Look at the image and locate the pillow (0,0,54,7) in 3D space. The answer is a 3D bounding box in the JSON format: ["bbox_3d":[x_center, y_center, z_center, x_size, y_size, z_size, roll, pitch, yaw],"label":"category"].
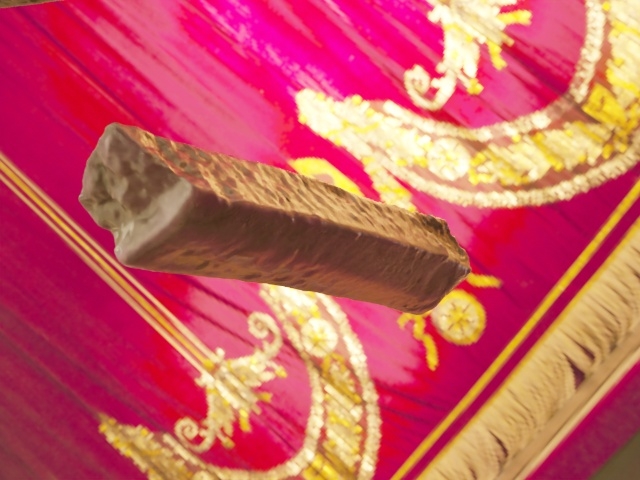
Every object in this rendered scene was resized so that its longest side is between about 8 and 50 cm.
[{"bbox_3d":[-0.245,-0.242,0.555,0.217,0.130,0.033,64,-142,-46],"label":"pillow"}]

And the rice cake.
[{"bbox_3d":[0.000,0.000,0.553,0.072,0.056,0.365,-44,-30,20],"label":"rice cake"}]
